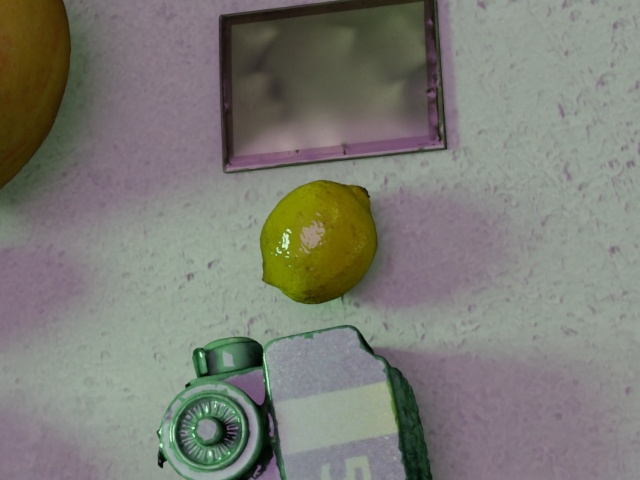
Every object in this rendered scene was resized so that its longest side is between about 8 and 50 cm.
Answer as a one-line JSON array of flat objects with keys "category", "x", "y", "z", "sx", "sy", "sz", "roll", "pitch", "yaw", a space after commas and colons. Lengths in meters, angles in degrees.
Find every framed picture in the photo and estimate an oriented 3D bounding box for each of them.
[{"category": "framed picture", "x": 0.009, "y": -0.160, "z": 1.524, "sx": 0.231, "sy": 0.010, "sz": 0.173, "roll": -4, "pitch": 77, "yaw": 13}]

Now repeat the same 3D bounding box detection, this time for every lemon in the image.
[{"category": "lemon", "x": 0.000, "y": 0.000, "z": 1.441, "sx": 0.133, "sy": 0.109, "sz": 0.109, "roll": -45, "pitch": 72, "yaw": -5}]

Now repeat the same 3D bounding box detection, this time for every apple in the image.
[{"category": "apple", "x": -0.398, "y": -0.182, "z": 1.489, "sx": 0.299, "sy": 0.299, "sz": 0.275, "roll": 14, "pitch": 69, "yaw": 16}]

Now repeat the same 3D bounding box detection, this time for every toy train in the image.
[{"category": "toy train", "x": -0.018, "y": 0.222, "z": 1.373, "sx": 0.238, "sy": 0.167, "sz": 0.299, "roll": -13, "pitch": 76, "yaw": 5}]
